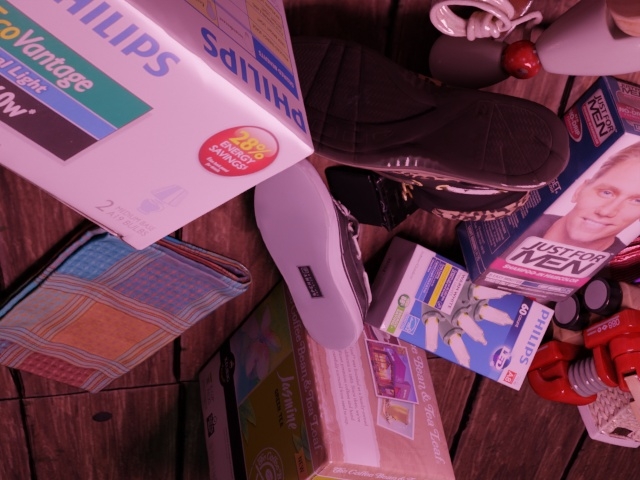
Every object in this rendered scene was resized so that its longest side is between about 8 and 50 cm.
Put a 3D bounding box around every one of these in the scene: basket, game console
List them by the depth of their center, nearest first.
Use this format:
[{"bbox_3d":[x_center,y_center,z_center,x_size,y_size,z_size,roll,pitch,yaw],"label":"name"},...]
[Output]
[{"bbox_3d":[0.077,-0.074,1.964,0.107,0.071,0.122,-39,148,-13],"label":"game console"},{"bbox_3d":[0.487,0.240,2.388,0.113,0.167,0.103,15,131,-32],"label":"basket"}]

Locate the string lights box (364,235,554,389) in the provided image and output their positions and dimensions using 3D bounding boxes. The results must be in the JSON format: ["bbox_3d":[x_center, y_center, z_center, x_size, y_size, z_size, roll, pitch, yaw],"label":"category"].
[{"bbox_3d":[0.197,0.106,2.101,0.260,0.077,0.133,25,89,-26],"label":"string lights box"}]

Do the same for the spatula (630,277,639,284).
[{"bbox_3d":[0.490,0.017,2.086,0.084,0.030,0.296,-12,156,3],"label":"spatula"}]

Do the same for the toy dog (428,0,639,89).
[{"bbox_3d":[0.292,-0.260,1.650,0.334,0.161,0.220,8,151,13],"label":"toy dog"}]

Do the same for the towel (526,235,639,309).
[{"bbox_3d":[0.408,0.090,2.265,0.329,0.037,0.237,-16,146,7],"label":"towel"}]

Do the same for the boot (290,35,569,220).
[{"bbox_3d":[0.100,-0.122,1.743,0.377,0.138,0.284,12,173,6],"label":"boot"}]

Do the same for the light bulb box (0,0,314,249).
[{"bbox_3d":[-0.216,-0.243,1.341,0.225,0.361,0.358,-29,141,23],"label":"light bulb box"}]

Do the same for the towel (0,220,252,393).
[{"bbox_3d":[-0.311,0.103,2.085,0.271,0.040,0.370,24,133,-38],"label":"towel"}]

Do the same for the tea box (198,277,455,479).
[{"bbox_3d":[-0.003,0.270,2.151,0.220,0.329,0.323,13,137,-30],"label":"tea box"}]

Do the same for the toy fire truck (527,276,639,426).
[{"bbox_3d":[0.427,0.207,2.170,0.158,0.246,0.217,15,147,-36],"label":"toy fire truck"}]

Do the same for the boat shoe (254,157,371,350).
[{"bbox_3d":[0.004,0.000,1.959,0.113,0.105,0.306,-6,122,30],"label":"boat shoe"}]

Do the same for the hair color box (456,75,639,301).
[{"bbox_3d":[0.357,-0.060,1.978,0.174,0.105,0.347,11,139,-29],"label":"hair color box"}]
